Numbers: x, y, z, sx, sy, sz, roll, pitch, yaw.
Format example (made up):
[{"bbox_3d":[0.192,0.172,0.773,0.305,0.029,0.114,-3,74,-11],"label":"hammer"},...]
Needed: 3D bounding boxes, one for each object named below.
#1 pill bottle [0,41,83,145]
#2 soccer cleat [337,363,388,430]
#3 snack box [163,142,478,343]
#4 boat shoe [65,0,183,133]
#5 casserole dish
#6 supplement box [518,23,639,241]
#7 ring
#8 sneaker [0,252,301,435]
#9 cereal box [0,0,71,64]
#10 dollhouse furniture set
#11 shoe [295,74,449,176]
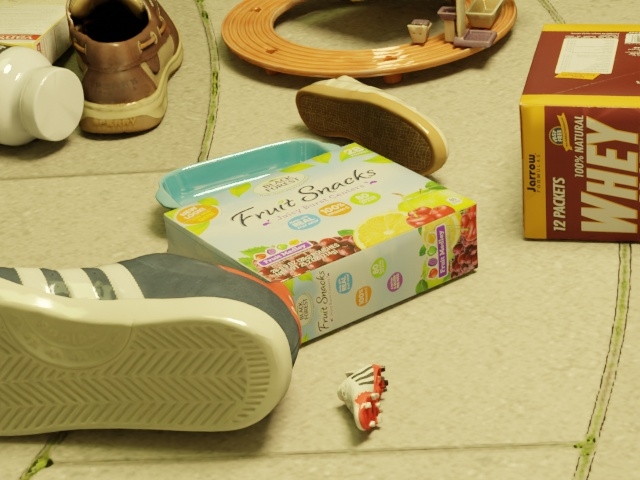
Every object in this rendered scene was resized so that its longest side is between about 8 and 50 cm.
[{"bbox_3d":[-0.336,-0.154,1.791,0.184,0.103,0.103,13,32,32],"label":"pill bottle"},{"bbox_3d":[0.028,0.117,1.288,0.035,0.029,0.083,-8,23,14],"label":"soccer cleat"},{"bbox_3d":[0.000,0.000,1.470,0.207,0.070,0.174,-20,31,-29],"label":"snack box"},{"bbox_3d":[-0.220,-0.234,1.903,0.123,0.123,0.342,-5,27,1],"label":"boat shoe"},{"bbox_3d":[-0.060,-0.046,1.608,0.188,0.037,0.114,-17,30,-20],"label":"casserole dish"},{"bbox_3d":[0.283,-0.098,1.544,0.191,0.129,0.194,2,28,13],"label":"supplement box"},{"bbox_3d":[0.055,-0.244,1.977,0.336,0.032,0.336,-5,28,3],"label":"ring"},{"bbox_3d":[-0.182,0.068,1.331,0.350,0.131,0.148,7,22,11],"label":"sneaker"},{"bbox_3d":[-0.373,-0.233,1.986,0.173,0.047,0.240,0,21,9],"label":"cereal box"},{"bbox_3d":[0.152,-0.269,1.884,0.091,0.081,0.114,6,30,19],"label":"dollhouse furniture set"},{"bbox_3d":[0.058,-0.120,1.684,0.058,0.076,0.219,-27,32,-27],"label":"shoe"}]
